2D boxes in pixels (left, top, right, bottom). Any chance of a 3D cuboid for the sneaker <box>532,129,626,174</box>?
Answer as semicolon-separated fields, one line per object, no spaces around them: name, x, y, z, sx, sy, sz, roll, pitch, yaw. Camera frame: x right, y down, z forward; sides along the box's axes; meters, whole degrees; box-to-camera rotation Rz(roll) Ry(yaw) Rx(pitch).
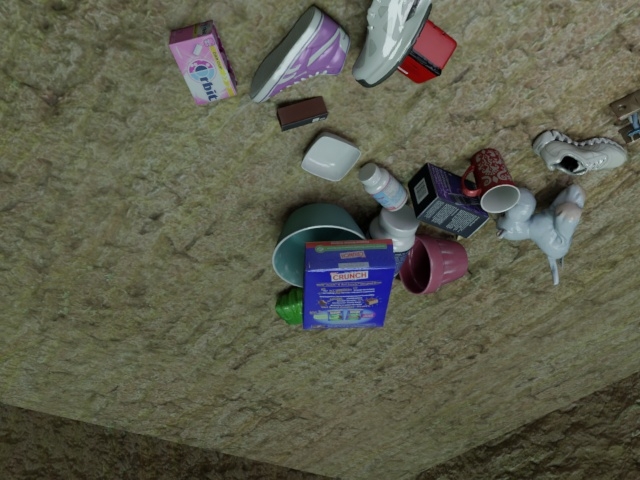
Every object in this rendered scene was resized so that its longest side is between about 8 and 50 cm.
sneaker;0.767;-0.237;1.812;0.292;0.118;0.110;4;137;-13

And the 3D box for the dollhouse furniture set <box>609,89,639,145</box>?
dollhouse furniture set;0.902;-0.306;1.695;0.129;0.184;0.129;-26;136;22

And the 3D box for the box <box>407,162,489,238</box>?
box;0.385;-0.119;1.874;0.207;0.153;0.108;17;134;-26

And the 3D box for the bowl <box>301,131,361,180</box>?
bowl;0.026;-0.245;1.758;0.142;0.053;0.142;18;134;-26

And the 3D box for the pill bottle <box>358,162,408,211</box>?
pill bottle;0.185;-0.161;1.848;0.087;0.087;0.160;-31;133;26

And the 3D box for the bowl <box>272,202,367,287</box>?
bowl;0.000;0.000;1.954;0.311;0.163;0.312;-3;139;-3

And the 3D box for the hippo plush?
hippo plush;0.690;-0.068;1.974;0.236;0.234;0.294;17;127;19

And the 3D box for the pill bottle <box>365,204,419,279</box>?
pill bottle;0.216;0.010;2.000;0.153;0.153;0.265;6;138;-14

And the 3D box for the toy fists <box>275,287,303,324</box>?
toy fists;-0.028;0.221;2.263;0.279;0.096;0.142;-13;149;5

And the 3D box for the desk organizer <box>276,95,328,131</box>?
desk organizer;-0.049;-0.336;1.644;0.130;0.050;0.047;-18;174;-9

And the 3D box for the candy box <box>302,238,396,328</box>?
candy box;0.079;0.140;1.911;0.268;0.122;0.317;-1;141;-5

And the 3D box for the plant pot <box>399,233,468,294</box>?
plant pot;0.386;0.074;2.080;0.180;0.201;0.201;-5;142;-26

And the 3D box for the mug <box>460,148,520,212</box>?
mug;0.487;-0.185;1.795;0.150;0.169;0.113;19;134;-25

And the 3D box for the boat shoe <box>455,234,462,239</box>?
boat shoe;0.483;-0.062;2.018;0.059;0.063;0.170;5;138;-4

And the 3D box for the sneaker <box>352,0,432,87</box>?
sneaker;0.126;-0.568;1.346;0.257;0.169;0.448;22;125;-17

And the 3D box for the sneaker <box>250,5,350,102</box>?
sneaker;-0.042;-0.415;1.519;0.161;0.102;0.282;25;130;-35

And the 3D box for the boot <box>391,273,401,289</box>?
boot;0.180;0.145;2.218;0.197;0.073;0.152;23;135;-26

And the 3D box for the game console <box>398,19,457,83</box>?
game console;0.245;-0.475;1.549;0.144;0.085;0.124;25;161;-31

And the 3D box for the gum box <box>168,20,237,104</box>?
gum box;-0.280;-0.424;1.505;0.107;0.062;0.188;-12;139;7
